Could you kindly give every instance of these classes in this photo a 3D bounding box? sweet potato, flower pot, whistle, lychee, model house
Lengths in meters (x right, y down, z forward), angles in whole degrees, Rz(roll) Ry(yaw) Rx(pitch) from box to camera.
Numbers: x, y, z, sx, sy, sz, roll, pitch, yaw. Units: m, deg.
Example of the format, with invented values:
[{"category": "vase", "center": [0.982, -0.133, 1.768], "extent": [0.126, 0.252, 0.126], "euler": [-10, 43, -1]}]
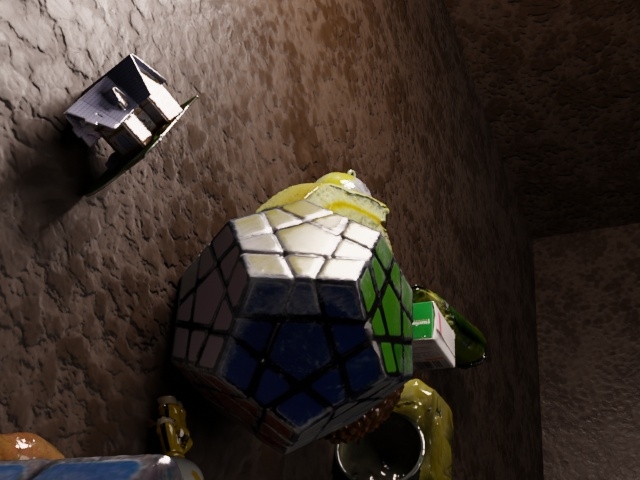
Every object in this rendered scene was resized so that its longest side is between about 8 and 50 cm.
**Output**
[{"category": "sweet potato", "center": [-0.276, 0.189, 0.655], "extent": [0.218, 0.051, 0.065], "euler": [54, 49, -46]}, {"category": "flower pot", "center": [0.109, 0.392, 1.335], "extent": [0.157, 0.158, 0.106], "euler": [-73, 159, -45]}, {"category": "whistle", "center": [0.029, -0.033, 1.355], "extent": [0.123, 0.123, 0.223], "euler": [52, 51, -47]}, {"category": "lychee", "center": [0.048, 0.205, 1.204], "extent": [0.200, 0.200, 0.238], "euler": [60, 43, -39]}, {"category": "model house", "center": [-0.225, -0.139, 0.847], "extent": [0.088, 0.117, 0.167], "euler": [51, 35, -21]}]

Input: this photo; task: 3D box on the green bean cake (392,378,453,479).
[{"category": "green bean cake", "center": [0.192, 0.418, 1.521], "extent": [0.233, 0.124, 0.236], "euler": [53, 35, -47]}]

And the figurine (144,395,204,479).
[{"category": "figurine", "center": [-0.167, 0.253, 0.865], "extent": [0.143, 0.068, 0.101], "euler": [-95, 169, -55]}]

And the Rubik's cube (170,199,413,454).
[{"category": "Rubik's cube", "center": [-0.031, 0.108, 0.967], "extent": [0.264, 0.319, 0.318], "euler": [-126, -156, -83]}]

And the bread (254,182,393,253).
[{"category": "bread", "center": [0.000, 0.000, 1.212], "extent": [0.257, 0.124, 0.185], "euler": [26, 72, -41]}]

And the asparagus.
[{"category": "asparagus", "center": [0.312, 0.223, 1.887], "extent": [0.382, 0.108, 0.128], "euler": [39, 48, -54]}]

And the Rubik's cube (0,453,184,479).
[{"category": "Rubik's cube", "center": [-0.228, 0.337, 0.358], "extent": [0.344, 0.337, 0.343], "euler": [-41, 118, -61]}]

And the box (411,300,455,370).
[{"category": "box", "center": [0.134, 0.183, 1.387], "extent": [0.135, 0.199, 0.081], "euler": [53, 33, -50]}]
